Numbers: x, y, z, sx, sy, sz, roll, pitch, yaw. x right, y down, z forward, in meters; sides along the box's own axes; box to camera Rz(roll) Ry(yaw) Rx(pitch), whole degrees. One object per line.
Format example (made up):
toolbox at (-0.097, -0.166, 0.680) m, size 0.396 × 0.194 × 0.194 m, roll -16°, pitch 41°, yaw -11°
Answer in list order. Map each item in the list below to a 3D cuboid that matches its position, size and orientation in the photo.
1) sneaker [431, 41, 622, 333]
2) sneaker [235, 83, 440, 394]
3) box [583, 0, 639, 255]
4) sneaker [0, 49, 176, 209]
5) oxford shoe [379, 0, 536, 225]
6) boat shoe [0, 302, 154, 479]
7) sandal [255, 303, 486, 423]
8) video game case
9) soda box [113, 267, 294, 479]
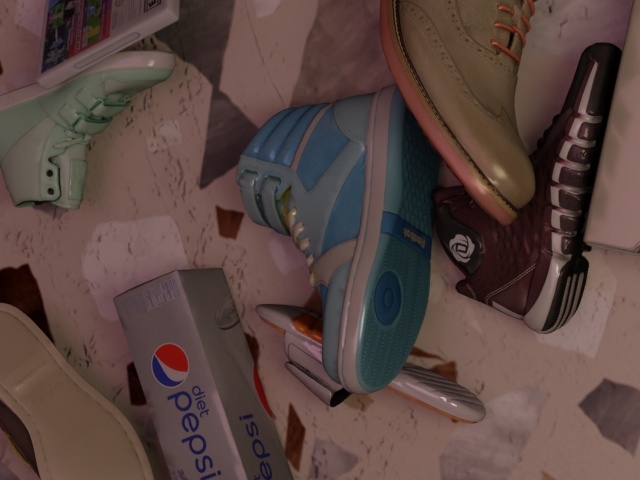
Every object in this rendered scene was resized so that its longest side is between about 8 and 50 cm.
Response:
sneaker at (0.188, -0.062, 1.335) m, size 0.162 × 0.106 × 0.281 m, roll 17°, pitch 97°, yaw 28°
sneaker at (0.000, 0.000, 1.393) m, size 0.208 × 0.127 × 0.319 m, roll -2°, pitch 65°, yaw 29°
box at (0.321, -0.121, 1.266) m, size 0.094 × 0.113 × 0.275 m, roll 13°, pitch 96°, yaw 24°
sneaker at (-0.255, -0.118, 1.558) m, size 0.256 × 0.094 × 0.151 m, roll -18°, pitch 85°, yaw 26°
oxford shoe at (0.138, -0.202, 1.299) m, size 0.146 × 0.140 × 0.397 m, roll -26°, pitch 62°, yaw 18°
boat shoe at (-0.293, 0.215, 1.569) m, size 0.116 × 0.097 × 0.324 m, roll -36°, pitch 74°, yaw -21°
sandal at (0.036, 0.142, 1.406) m, size 0.265 × 0.102 × 0.076 m, roll 27°, pitch 99°, yaw 22°
video game case at (-0.230, -0.277, 1.528) m, size 0.183 × 0.023 × 0.201 m, roll -23°, pitch 48°, yaw 24°
soda box at (-0.118, 0.176, 1.483) m, size 0.091 × 0.098 × 0.286 m, roll -24°, pitch 79°, yaw 25°
